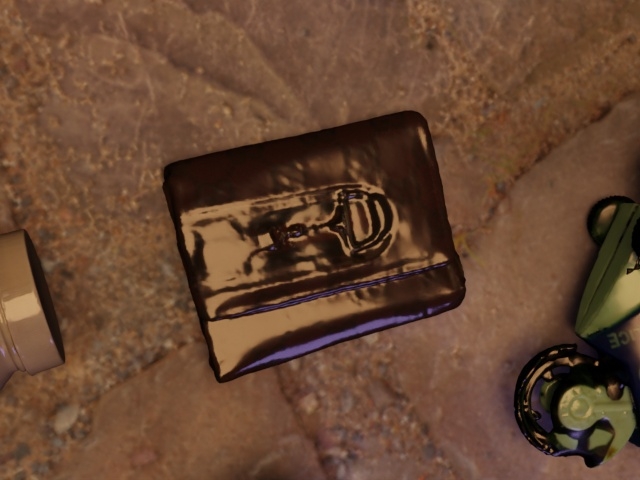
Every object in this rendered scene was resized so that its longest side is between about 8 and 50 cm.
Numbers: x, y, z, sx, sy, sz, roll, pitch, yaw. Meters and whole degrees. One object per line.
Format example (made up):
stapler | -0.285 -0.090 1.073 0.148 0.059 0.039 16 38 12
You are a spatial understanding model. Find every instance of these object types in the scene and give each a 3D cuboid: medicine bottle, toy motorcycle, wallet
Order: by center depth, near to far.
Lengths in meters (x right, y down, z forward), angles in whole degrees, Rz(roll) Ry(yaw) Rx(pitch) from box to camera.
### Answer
medicine bottle | -0.321 0.077 0.756 0.250 0.131 0.131 -16 96 -10
wallet | 0.000 0.000 0.861 0.229 0.049 0.181 -15 93 -12
toy motorcycle | 0.309 0.060 0.895 0.196 0.125 0.331 32 90 -13
